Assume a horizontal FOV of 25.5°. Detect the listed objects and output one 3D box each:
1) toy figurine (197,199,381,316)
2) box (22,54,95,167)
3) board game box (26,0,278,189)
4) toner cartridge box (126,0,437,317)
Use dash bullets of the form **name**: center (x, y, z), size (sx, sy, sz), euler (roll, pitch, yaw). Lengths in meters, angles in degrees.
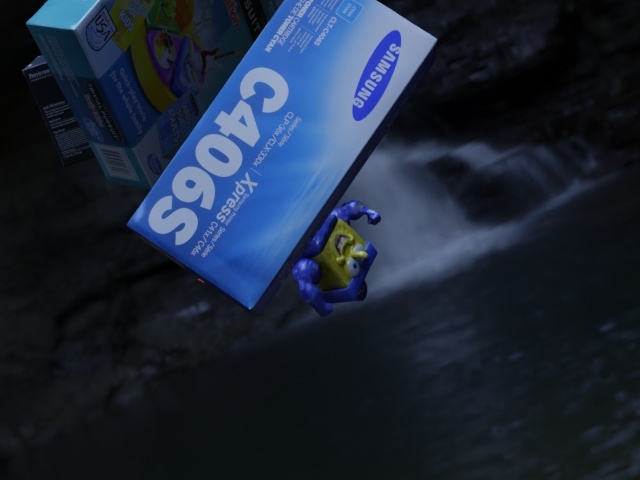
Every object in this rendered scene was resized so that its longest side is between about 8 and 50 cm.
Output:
- **toy figurine**: center (0.000, 0.000, 2.184), size (0.191, 0.217, 0.363), euler (-19, 33, 39)
- **box**: center (-0.342, -0.257, 2.401), size (0.261, 0.184, 0.103), euler (-16, 22, 13)
- **board game box**: center (-0.191, -0.271, 1.753), size (0.079, 0.254, 0.336), euler (11, 52, 31)
- **toner cartridge box**: center (-0.038, -0.108, 1.511), size (0.348, 0.165, 0.075), euler (-56, -7, -6)
